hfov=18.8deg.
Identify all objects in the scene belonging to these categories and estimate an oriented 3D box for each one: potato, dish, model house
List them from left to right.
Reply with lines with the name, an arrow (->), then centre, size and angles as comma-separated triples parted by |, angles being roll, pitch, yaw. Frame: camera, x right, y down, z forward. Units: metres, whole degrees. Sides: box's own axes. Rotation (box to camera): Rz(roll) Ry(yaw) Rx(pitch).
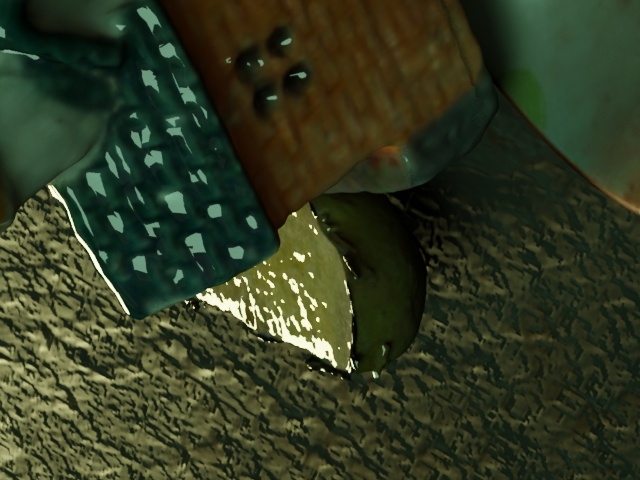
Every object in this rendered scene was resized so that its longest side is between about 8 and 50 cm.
model house -> -0.106, -0.088, 0.808 | 0.190, 0.301, 0.271 | 4, 128, 46
potato -> 0.000, 0.000, 0.996 | 0.172, 0.089, 0.101 | 18, 117, 54
dish -> 0.110, -0.136, 0.778 | 0.260, 0.085, 0.260 | 54, 170, 14
